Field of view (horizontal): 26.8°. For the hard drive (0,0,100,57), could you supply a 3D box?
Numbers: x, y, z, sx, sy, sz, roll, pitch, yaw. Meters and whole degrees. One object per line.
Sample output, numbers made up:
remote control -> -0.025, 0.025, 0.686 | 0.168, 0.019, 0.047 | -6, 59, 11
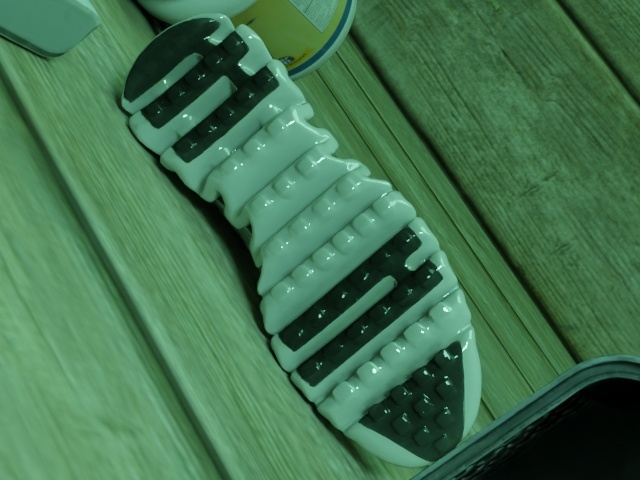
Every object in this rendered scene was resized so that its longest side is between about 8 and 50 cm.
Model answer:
hard drive -> -0.241, -0.242, 0.669 | 0.307, 0.040, 0.203 | 57, 11, 18

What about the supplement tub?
supplement tub -> -0.068, -0.218, 1.050 | 0.144, 0.144, 0.199 | 58, 12, 24

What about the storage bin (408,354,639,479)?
storage bin -> 0.052, 0.126, 0.362 | 0.122, 0.180, 0.084 | 57, 12, 18

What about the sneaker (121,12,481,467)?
sneaker -> 0.000, 0.000, 0.781 | 0.292, 0.110, 0.118 | 57, 2, 19
